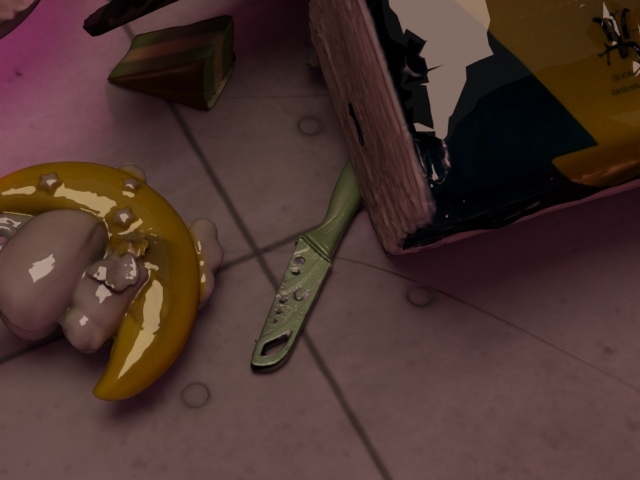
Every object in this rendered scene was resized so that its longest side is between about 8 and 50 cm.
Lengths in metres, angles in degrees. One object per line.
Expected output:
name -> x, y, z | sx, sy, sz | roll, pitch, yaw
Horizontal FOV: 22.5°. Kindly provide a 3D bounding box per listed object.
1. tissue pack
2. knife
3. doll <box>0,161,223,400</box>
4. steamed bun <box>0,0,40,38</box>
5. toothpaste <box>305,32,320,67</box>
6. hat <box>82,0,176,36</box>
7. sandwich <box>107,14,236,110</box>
tissue pack -> 0.229, -0.168, 1.424 | 0.417, 0.253, 0.264 | -15, 81, -11
knife -> 0.000, 0.001, 1.479 | 0.043, 0.020, 0.293 | 17, 58, 11
doll -> -0.217, 0.029, 1.415 | 0.237, 0.111, 0.252 | 30, 59, 3
steamed bun -> -0.416, -0.321, 1.575 | 0.309, 0.309, 0.309 | -1, 55, 1
toothpaste -> 0.135, -0.186, 1.591 | 0.301, 0.048, 0.075 | 0, 59, 5
hat -> -0.017, -0.275, 1.483 | 0.257, 0.366, 0.381 | 34, 56, 0
sandwich -> -0.149, -0.189, 1.583 | 0.116, 0.074, 0.074 | 17, 57, 13
